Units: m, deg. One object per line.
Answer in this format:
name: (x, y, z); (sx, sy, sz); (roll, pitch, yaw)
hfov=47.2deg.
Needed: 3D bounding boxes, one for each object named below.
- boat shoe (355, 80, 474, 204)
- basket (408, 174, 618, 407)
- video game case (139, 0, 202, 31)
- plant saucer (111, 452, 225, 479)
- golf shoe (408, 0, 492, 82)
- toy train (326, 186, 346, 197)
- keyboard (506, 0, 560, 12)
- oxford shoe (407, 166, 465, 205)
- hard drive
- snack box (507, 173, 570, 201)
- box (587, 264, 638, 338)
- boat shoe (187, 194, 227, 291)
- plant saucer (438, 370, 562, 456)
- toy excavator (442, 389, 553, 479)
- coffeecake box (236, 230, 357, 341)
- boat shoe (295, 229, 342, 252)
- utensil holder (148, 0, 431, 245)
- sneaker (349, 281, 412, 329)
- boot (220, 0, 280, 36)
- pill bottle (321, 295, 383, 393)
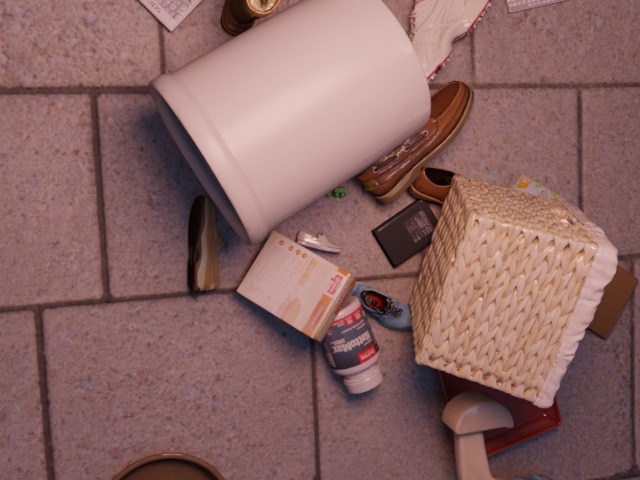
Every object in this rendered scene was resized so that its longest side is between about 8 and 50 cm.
boat shoe: (0.192, -0.219, 1.493); (0.104, 0.110, 0.307); (41, 83, -27)
basket: (0.346, 0.076, 1.403); (0.266, 0.328, 0.331); (17, 109, -2)
video game case: (-0.282, -0.502, 1.388); (0.143, 0.019, 0.157); (44, 86, -13)
plant saucer: (-0.309, 0.554, 1.460); (0.277, 0.041, 0.278); (-2, 95, -16)
golf shoe: (0.221, -0.421, 1.505); (0.140, 0.115, 0.306); (38, 77, -5)
toy train: (0.013, -0.101, 1.510); (0.083, 0.017, 0.024); (3, 84, -16)
keyboard: (0.519, -0.562, 1.616); (0.256, 0.014, 0.072); (-16, 99, -14)
oxford shoe: (0.292, -0.107, 1.548); (0.212, 0.076, 0.076); (12, 63, -19)
hard drive: (0.187, -0.017, 1.562); (0.135, 0.022, 0.094); (-34, 103, -11)
snack box: (0.466, -0.070, 1.602); (0.141, 0.037, 0.100); (25, 86, -17)
box: (0.627, 0.113, 1.685); (0.201, 0.021, 0.164); (31, 87, -23)
boat shoe: (-0.218, 0.005, 1.435); (0.072, 0.068, 0.190); (-1, 105, -28)
plant saucer: (0.393, 0.333, 1.636); (0.258, 0.047, 0.259); (-18, 100, -14)
toy excavator: (0.415, 0.578, 1.558); (0.445, 0.222, 0.433); (20, 93, -17)
coffeecake box: (-0.046, 0.089, 1.434); (0.185, 0.068, 0.142); (29, 85, 20)
boat shoe: (0.000, 0.000, 1.506); (0.100, 0.035, 0.035); (14, 93, -10)
utensil holder: (-0.051, -0.229, 1.281); (0.385, 0.327, 0.328); (-34, 102, -10)
sneaker: (0.135, 0.145, 1.534); (0.162, 0.073, 0.063); (27, 87, -16)
boot: (-0.106, -0.491, 1.312); (0.089, 0.269, 0.236); (9, 92, -16)
pill bottle: (0.061, 0.215, 1.502); (0.108, 0.108, 0.180); (-25, 101, -12)
